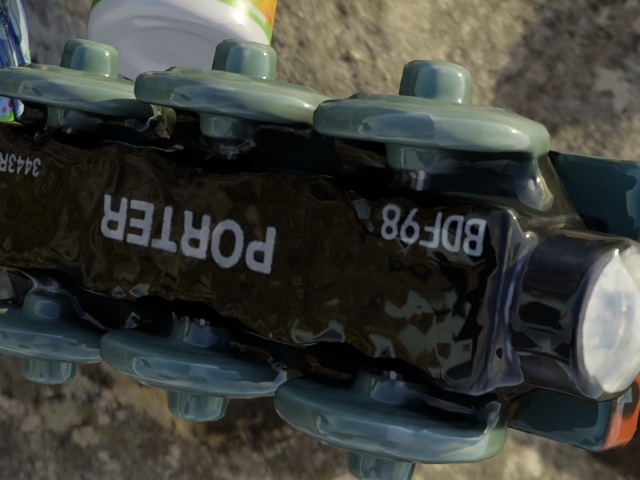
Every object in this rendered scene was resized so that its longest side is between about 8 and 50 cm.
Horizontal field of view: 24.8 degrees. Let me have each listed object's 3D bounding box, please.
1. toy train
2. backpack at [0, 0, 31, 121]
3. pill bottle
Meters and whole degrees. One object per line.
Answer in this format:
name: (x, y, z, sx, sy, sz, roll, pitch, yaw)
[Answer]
toy train: (0.000, 0.000, 0.572, 0.190, 0.334, 0.142, 3, 96, -49)
backpack: (-0.373, -0.182, 1.167, 0.290, 0.273, 0.355, -25, 149, -8)
pill bottle: (-0.093, -0.250, 1.122, 0.136, 0.136, 0.245, 15, 68, -20)
